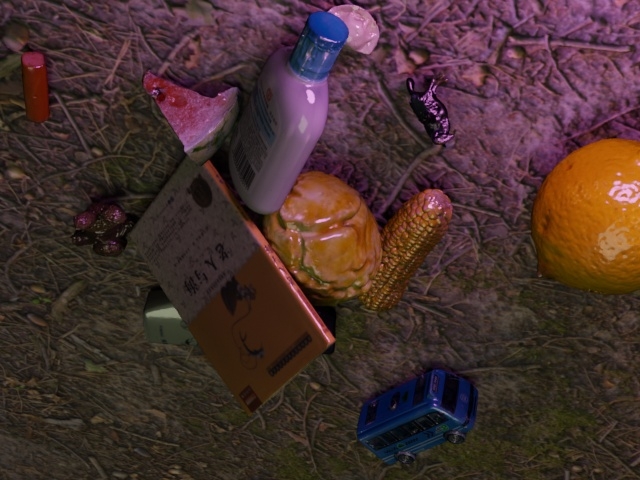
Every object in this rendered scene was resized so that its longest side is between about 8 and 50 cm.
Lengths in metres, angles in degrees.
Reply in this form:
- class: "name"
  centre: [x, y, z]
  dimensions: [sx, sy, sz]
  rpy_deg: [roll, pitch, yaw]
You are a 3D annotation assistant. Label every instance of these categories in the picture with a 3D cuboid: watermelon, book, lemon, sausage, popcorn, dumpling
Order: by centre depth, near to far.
- class: "dumpling"
  centre: [0.044, -0.301, 1.546]
  dimensions: [0.076, 0.057, 0.052]
  rpy_deg: [33, 179, 14]
- class: "lemon"
  centre: [0.441, -0.037, 1.638]
  dimensions: [0.228, 0.228, 0.253]
  rpy_deg: [28, 135, -21]
- class: "watermelon"
  centre: [-0.209, -0.177, 1.680]
  dimensions: [0.158, 0.121, 0.098]
  rpy_deg: [12, 161, 2]
- class: "sausage"
  centre: [-0.442, -0.234, 1.699]
  dimensions: [0.039, 0.041, 0.131]
  rpy_deg: [-8, 142, -15]
- class: "popcorn"
  centre: [0.000, 0.000, 1.769]
  dimensions: [0.184, 0.204, 0.221]
  rpy_deg: [-18, 110, 39]
- class: "book"
  centre: [-0.155, 0.070, 1.782]
  dimensions: [0.389, 0.032, 0.269]
  rpy_deg: [54, 134, 12]

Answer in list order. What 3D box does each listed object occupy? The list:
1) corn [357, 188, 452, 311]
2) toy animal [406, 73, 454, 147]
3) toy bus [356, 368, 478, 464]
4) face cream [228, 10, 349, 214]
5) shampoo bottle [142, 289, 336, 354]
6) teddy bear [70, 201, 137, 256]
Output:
- class: "corn"
  centre: [0.137, 0.017, 1.845]
  dimensions: [0.101, 0.101, 0.291]
  rpy_deg: [19, 139, -12]
- class: "toy animal"
  centre: [0.161, -0.190, 1.602]
  dimensions: [0.062, 0.108, 0.220]
  rpy_deg: [-8, 171, 13]
- class: "toy bus"
  centre: [0.195, 0.355, 2.212]
  dimensions: [0.134, 0.113, 0.246]
  rpy_deg: [38, 133, -22]
- class: "face cream"
  centre: [-0.048, -0.192, 1.595]
  dimensions: [0.080, 0.163, 0.336]
  rpy_deg: [-2, 144, -27]
- class: "shampoo bottle"
  centre: [-0.151, 0.151, 2.064]
  dimensions: [0.359, 0.078, 0.134]
  rpy_deg: [4, 135, 6]
- class: "teddy bear"
  centre: [-0.381, -0.028, 1.907]
  dimensions: [0.119, 0.078, 0.160]
  rpy_deg: [-14, 156, -7]
